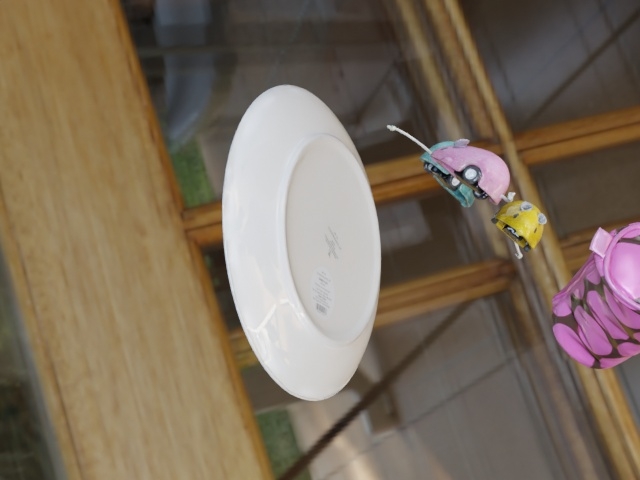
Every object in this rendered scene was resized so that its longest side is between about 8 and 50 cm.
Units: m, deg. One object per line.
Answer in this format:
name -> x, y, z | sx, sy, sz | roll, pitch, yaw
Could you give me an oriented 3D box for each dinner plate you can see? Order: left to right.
dinner plate -> 0.000, 0.000, 0.516 | 0.017, 0.141, 0.141 | -5, 101, 29

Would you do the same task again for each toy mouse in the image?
toy mouse -> 0.113, -0.050, 0.866 | 0.143, 0.031, 0.161 | 41, 178, 6

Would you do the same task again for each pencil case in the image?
pencil case -> 0.263, 0.050, 1.031 | 0.209, 0.098, 0.095 | 97, -167, -69
